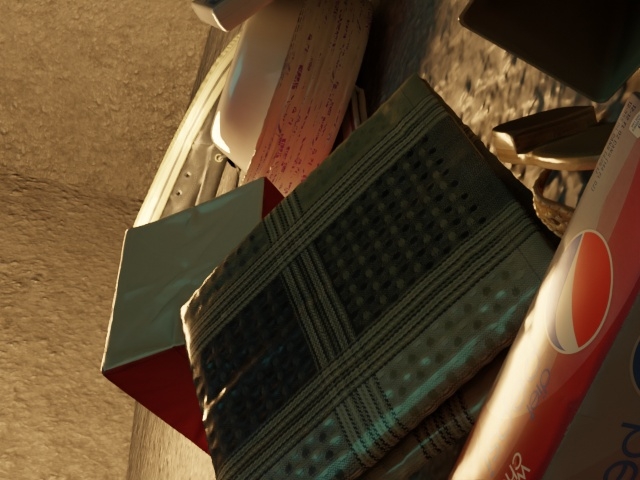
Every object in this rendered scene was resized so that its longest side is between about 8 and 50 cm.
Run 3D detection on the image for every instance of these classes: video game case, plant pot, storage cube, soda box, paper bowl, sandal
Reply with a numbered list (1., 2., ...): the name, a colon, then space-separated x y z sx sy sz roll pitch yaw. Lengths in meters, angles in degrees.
1. video game case: -0.023 -0.366 1.315 0.300 0.036 0.329 -35 17 -1
2. plant pot: 0.166 -0.171 0.641 0.096 0.109 0.109 -64 5 -32
3. storage cube: -0.085 0.085 1.078 0.184 0.193 0.215 -19 46 24
4. soda box: 0.150 0.068 0.515 0.083 0.092 0.263 -106 31 -60
5. paper bowl: -0.048 -0.196 1.346 0.284 0.148 0.284 -163 90 -82
6. sandal: 0.166 -0.033 0.630 0.240 0.088 0.079 -119 11 -79

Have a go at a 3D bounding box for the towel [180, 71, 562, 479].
1. towel: 0.028 0.052 0.806 0.324 0.056 0.312 -44 35 15

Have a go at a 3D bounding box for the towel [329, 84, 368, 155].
1. towel: 0.000 0.000 1.294 0.237 0.037 0.329 -95 24 -56

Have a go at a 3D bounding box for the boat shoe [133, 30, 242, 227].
1. boat shoe: -0.203 -0.190 2.036 0.500 0.156 0.187 -64 11 7
